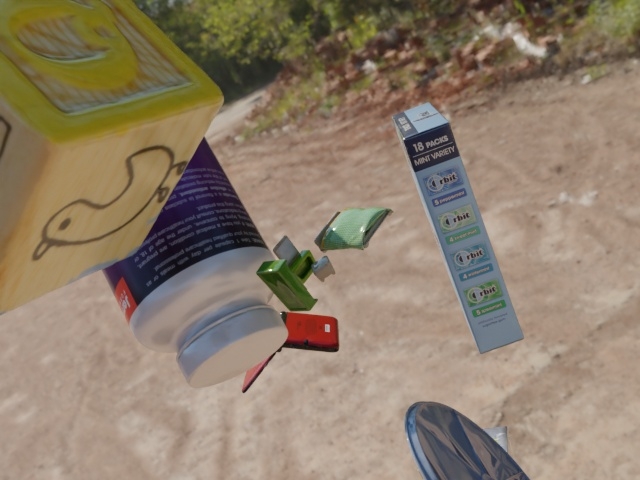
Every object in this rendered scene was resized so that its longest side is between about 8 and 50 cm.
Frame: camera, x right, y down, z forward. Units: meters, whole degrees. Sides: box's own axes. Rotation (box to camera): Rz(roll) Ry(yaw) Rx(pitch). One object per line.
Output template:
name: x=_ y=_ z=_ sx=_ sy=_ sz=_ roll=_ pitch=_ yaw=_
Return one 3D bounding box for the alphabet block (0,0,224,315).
alphabet block: x=-0.232 y=-0.088 z=0.707 sx=0.192 sy=0.193 sz=0.197 roll=-32 pitch=-17 yaw=-52

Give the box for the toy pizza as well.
toy pizza: x=0.144 y=0.230 z=0.798 sx=0.032 sy=0.201 sz=0.201 roll=-46 pitch=8 yaw=17

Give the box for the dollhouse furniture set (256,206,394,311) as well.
dollhouse furniture set: x=0.000 y=0.000 z=0.910 sx=0.076 sy=0.058 sz=0.151 roll=-6 pitch=39 yaw=50

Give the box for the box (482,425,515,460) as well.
box: x=0.236 y=0.381 z=1.154 sx=0.056 sy=0.183 sz=0.231 roll=-11 pitch=18 yaw=15

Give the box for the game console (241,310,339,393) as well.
game console: x=-0.039 y=0.157 z=1.232 sx=0.124 sy=0.085 sz=0.144 roll=6 pitch=11 yaw=-1

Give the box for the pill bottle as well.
pill bottle: x=-0.168 y=0.001 z=1.028 sx=0.182 sy=0.323 sz=0.181 roll=-27 pitch=-20 yaw=-11

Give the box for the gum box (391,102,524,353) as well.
gum box: x=0.113 y=-0.018 z=0.755 sx=0.041 sy=0.184 sz=0.157 roll=-21 pitch=12 yaw=7
